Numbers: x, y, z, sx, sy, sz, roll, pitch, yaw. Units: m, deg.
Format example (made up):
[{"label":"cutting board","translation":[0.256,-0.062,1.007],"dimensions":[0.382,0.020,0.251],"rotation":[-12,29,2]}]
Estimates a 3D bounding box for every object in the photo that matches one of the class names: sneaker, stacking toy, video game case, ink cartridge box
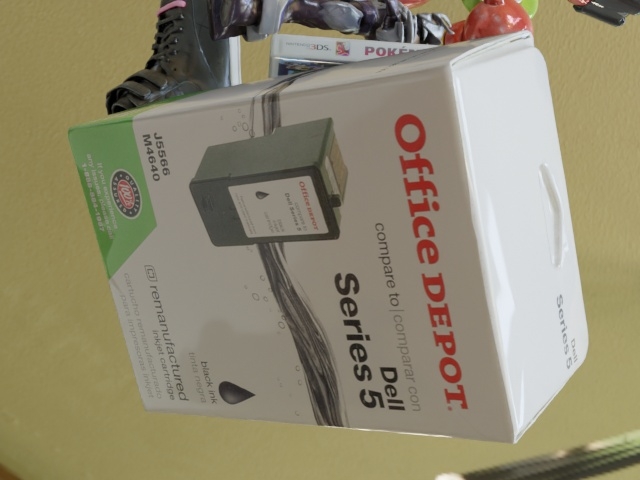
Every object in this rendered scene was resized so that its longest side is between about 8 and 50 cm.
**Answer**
[{"label":"sneaker","translation":[-0.178,-0.209,1.065],"dimensions":[0.104,0.147,0.296],"rotation":[-7,-89,49]},{"label":"stacking toy","translation":[0.202,-0.384,1.278],"dimensions":[0.309,0.279,0.130],"rotation":[43,-34,-3]},{"label":"video game case","translation":[0.044,-0.147,0.825],"dimensions":[0.183,0.201,0.023],"rotation":[3,-91,-4]},{"label":"ink cartridge box","translation":[0.000,0.000,0.552],"dimensions":[0.272,0.114,0.198],"rotation":[-4,-75,36]}]

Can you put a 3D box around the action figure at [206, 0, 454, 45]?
[{"label":"action figure","translation":[0.025,-0.252,1.013],"dimensions":[0.285,0.185,0.099],"rotation":[1,-72,-24]}]

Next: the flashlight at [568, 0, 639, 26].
[{"label":"flashlight","translation":[0.161,-0.296,0.824],"dimensions":[0.304,0.103,0.103],"rotation":[21,-36,-8]}]
